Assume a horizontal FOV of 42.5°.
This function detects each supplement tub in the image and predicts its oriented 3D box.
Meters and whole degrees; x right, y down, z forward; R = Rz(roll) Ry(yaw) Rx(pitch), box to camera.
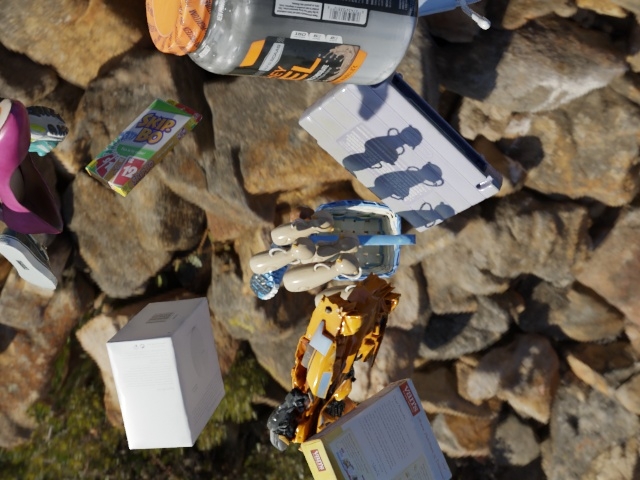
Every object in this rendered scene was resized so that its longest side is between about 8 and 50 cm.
[{"bbox_3d":[-0.052,-0.326,1.132,0.338,0.207,0.207,-2,113,-30],"label":"supplement tub"}]

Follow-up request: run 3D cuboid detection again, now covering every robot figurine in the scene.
[{"bbox_3d":[0.019,0.199,1.251,0.085,0.211,0.291,30,118,26],"label":"robot figurine"}]

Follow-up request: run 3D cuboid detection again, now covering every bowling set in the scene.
[{"bbox_3d":[0.000,0.000,1.545,0.154,0.200,0.287,-18,151,27],"label":"bowling set"}]

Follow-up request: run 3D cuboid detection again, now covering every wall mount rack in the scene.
[{"bbox_3d":[0.180,-0.477,1.601,0.350,0.304,0.130,-12,156,1],"label":"wall mount rack"}]

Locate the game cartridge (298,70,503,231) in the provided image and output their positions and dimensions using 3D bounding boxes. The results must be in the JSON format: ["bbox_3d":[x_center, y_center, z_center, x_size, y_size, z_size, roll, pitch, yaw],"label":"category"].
[{"bbox_3d":[0.153,-0.177,1.600,0.355,0.068,0.230,41,141,-19],"label":"game cartridge"}]

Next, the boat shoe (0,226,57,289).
[{"bbox_3d":[-0.616,0.035,1.769,0.077,0.070,0.219,9,151,12],"label":"boat shoe"}]

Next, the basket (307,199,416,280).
[{"bbox_3d":[0.083,0.000,2.038,0.254,0.289,0.201,1,93,-8],"label":"basket"}]

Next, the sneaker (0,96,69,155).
[{"bbox_3d":[-0.648,-0.221,1.707,0.110,0.107,0.275,-42,158,22],"label":"sneaker"}]

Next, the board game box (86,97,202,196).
[{"bbox_3d":[-0.391,-0.220,1.841,0.259,0.124,0.039,-48,147,-21],"label":"board game box"}]

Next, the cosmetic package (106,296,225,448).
[{"bbox_3d":[-0.299,0.258,1.632,0.138,0.224,0.225,-7,103,12],"label":"cosmetic package"}]

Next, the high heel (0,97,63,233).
[{"bbox_3d":[-0.496,-0.119,1.419,0.181,0.377,0.127,20,65,-21],"label":"high heel"}]

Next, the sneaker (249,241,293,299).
[{"bbox_3d":[-0.098,0.060,1.919,0.071,0.083,0.191,38,125,6],"label":"sneaker"}]

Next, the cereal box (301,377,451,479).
[{"bbox_3d":[0.090,0.328,1.223,0.047,0.240,0.173,-24,87,40],"label":"cereal box"}]
